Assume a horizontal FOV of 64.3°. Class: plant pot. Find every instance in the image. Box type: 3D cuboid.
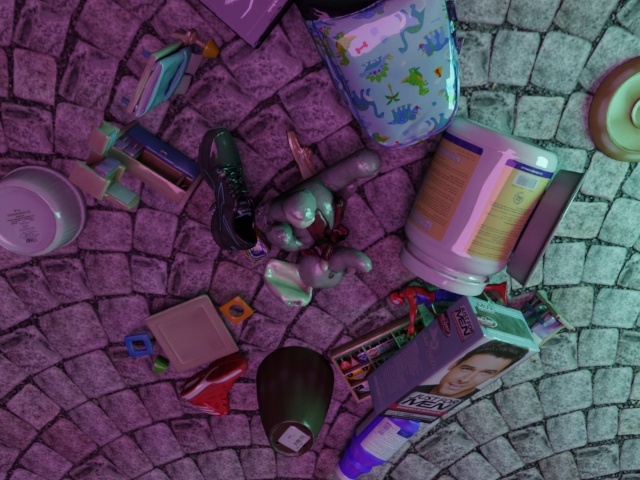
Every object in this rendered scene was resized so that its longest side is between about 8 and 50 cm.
[{"bbox_3d":[-0.067,0.423,1.291,0.215,0.230,0.216,0,111,-1],"label":"plant pot"},{"bbox_3d":[0.722,-0.288,1.134,0.236,0.032,0.237,0,111,0],"label":"plant pot"}]

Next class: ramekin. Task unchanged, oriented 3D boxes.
[{"bbox_3d":[-0.659,-0.062,1.165,0.207,0.109,0.207,0,111,-1],"label":"ramekin"}]

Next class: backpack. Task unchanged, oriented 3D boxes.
[{"bbox_3d":[0.137,-0.357,0.987,0.290,0.274,0.356,-20,141,4],"label":"backpack"}]

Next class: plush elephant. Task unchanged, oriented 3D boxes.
[{"bbox_3d":[0.000,0.000,1.111,0.330,0.272,0.256,-20,105,48],"label":"plush elephant"}]

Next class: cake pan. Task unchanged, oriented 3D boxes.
[{"bbox_3d":[0.490,-0.029,1.117,0.054,0.293,0.293,28,111,22],"label":"cake pan"}]

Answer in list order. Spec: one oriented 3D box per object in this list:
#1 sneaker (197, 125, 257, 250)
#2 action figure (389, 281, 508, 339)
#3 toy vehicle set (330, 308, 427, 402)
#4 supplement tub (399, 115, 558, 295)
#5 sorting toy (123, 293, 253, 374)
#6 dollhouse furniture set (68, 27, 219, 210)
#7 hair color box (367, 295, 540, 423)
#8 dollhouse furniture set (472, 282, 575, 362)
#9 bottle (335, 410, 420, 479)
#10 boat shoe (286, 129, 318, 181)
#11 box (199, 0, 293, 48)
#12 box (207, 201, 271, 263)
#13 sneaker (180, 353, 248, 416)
[{"bbox_3d":[-0.181,-0.105,1.070,0.101,0.106,0.268,-22,112,-38],"label":"sneaker"},{"bbox_3d":[0.304,0.169,1.231,0.280,0.091,0.139,-2,85,24],"label":"action figure"},{"bbox_3d":[0.179,0.310,1.354,0.266,0.035,0.166,-28,109,10],"label":"toy vehicle set"},{"bbox_3d":[0.326,-0.074,1.100,0.240,0.241,0.332,18,110,-7],"label":"supplement tub"},{"bbox_3d":[-0.328,0.237,1.318,0.347,0.047,0.196,-22,114,8],"label":"sorting toy"},{"bbox_3d":[-0.291,-0.233,1.009,0.198,0.286,0.303,32,119,-12],"label":"dollhouse furniture set"},{"bbox_3d":[0.298,0.294,1.204,0.185,0.114,0.374,18,130,-28],"label":"hair color box"},{"bbox_3d":[0.495,0.180,1.258,0.183,0.129,0.129,39,106,-14],"label":"dollhouse furniture set"},{"bbox_3d":[0.150,0.562,1.420,0.118,0.092,0.283,34,107,-12],"label":"bottle"},{"bbox_3d":[-0.038,-0.193,1.156,0.045,0.050,0.135,-21,120,4],"label":"boat shoe"},{"bbox_3d":[-0.160,-0.505,1.001,0.207,0.108,0.153,40,105,-15],"label":"box"},{"bbox_3d":[-0.189,-0.029,1.208,0.054,0.059,0.169,-37,107,10],"label":"box"},{"bbox_3d":[-0.256,0.392,1.368,0.221,0.087,0.128,-28,118,23],"label":"sneaker"}]
